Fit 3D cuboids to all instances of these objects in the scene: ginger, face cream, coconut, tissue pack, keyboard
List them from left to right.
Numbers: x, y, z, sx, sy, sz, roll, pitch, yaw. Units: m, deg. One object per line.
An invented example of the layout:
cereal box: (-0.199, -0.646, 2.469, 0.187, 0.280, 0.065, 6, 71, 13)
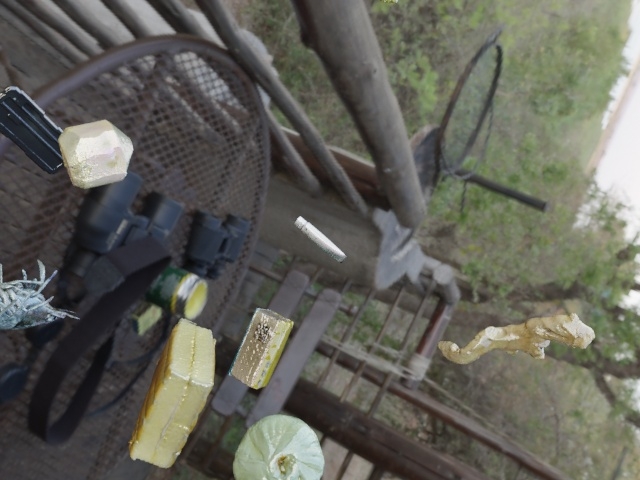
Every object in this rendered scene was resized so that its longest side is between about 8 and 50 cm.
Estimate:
keyboard: (-0.663, -0.251, 1.648, 0.106, 0.016, 0.262, -35, 145, -1)
coconut: (-0.399, -0.156, 1.284, 0.122, 0.116, 0.116, -21, 143, -22)
tissue pack: (-0.134, 0.249, 1.648, 0.120, 0.082, 0.169, 37, 76, -76)
face cream: (0.000, 0.000, 1.290, 0.020, 0.115, 0.038, -48, 177, -25)
ginger: (0.363, 0.192, 1.341, 0.075, 0.288, 0.089, -70, 141, -59)

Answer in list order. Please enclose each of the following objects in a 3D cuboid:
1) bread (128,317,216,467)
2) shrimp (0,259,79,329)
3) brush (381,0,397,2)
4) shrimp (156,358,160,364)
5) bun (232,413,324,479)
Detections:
bread: (-0.315, 0.325, 1.537, 0.239, 0.111, 0.246, -63, -166, 18)
shrimp: (-0.804, 0.140, 1.728, 0.410, 0.221, 0.166, -3, 98, -25)
brush: (0.192, -0.546, 1.389, 0.297, 0.068, 0.060, -51, 149, -24)
shrimp: (-0.335, 0.291, 1.698, 0.114, 0.083, 0.023, 5, 104, -27)
bun: (-0.091, 0.470, 1.507, 0.195, 0.195, 0.118, -64, -177, -4)
